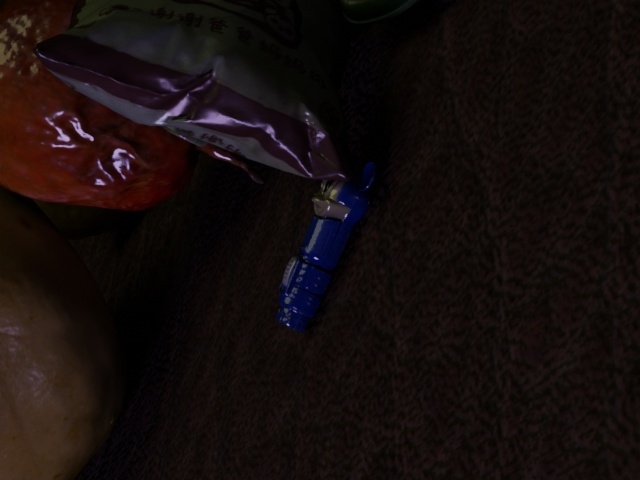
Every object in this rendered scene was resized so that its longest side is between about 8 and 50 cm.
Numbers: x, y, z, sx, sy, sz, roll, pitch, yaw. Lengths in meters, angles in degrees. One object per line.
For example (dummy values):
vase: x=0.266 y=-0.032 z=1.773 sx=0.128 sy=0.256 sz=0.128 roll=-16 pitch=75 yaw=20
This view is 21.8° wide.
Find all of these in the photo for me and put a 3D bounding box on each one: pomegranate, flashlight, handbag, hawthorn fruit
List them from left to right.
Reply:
pomegranate: x=-0.310 y=0.104 z=1.359 sx=0.332 sy=0.332 sz=0.333 roll=-50 pitch=26 yaw=36
hawthorn fruit: x=-0.146 y=-0.107 z=1.298 sx=0.207 sy=0.243 sz=0.207 roll=-63 pitch=-7 yaw=-13
handbag: x=-0.075 y=-0.134 z=1.126 sx=0.235 sy=0.213 sz=0.127 roll=-86 pitch=14 yaw=-59
flashlight: x=0.000 y=0.000 z=1.080 sx=0.121 sy=0.035 sz=0.057 roll=-65 pitch=22 yaw=2

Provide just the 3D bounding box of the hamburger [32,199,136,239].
hamburger: x=-0.232 y=-0.081 z=1.570 sx=0.162 sy=0.162 sz=0.115 roll=-55 pitch=17 yaw=28

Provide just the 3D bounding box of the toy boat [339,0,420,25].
toy boat: x=0.076 y=-0.208 z=1.094 sx=0.210 sy=0.052 sz=0.104 roll=-35 pitch=40 yaw=53
